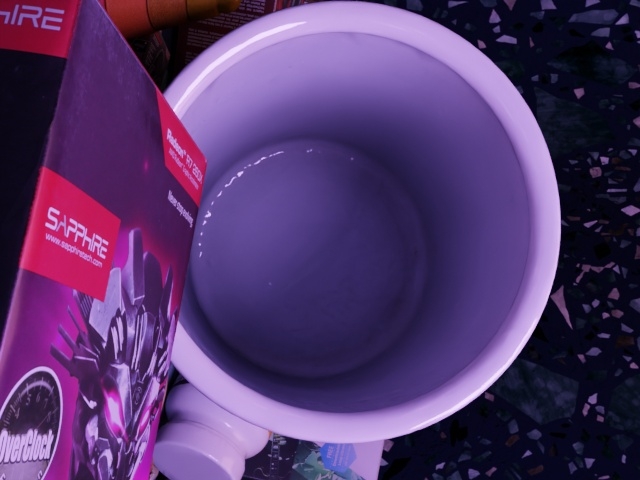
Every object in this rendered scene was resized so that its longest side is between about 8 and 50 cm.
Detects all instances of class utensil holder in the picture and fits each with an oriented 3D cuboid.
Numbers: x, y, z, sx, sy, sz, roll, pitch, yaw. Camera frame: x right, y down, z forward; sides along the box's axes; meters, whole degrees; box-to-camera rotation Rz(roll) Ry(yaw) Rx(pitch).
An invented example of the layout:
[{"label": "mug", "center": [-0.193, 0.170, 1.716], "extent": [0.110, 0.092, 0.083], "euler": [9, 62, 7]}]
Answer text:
[{"label": "utensil holder", "center": [0.000, 0.000, 0.782], "extent": [0.385, 0.327, 0.328], "euler": [138, -35, -82]}]

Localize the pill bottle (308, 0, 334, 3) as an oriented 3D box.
[{"label": "pill bottle", "center": [-0.005, -0.272, 1.146], "extent": [0.131, 0.229, 0.131], "euler": [11, 90, -84]}]

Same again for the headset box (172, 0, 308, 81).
[{"label": "headset box", "center": [-0.084, -0.273, 0.972], "extent": [0.218, 0.110, 0.293], "euler": [-59, 160, -74]}]

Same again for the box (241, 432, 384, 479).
[{"label": "box", "center": [-0.054, 0.282, 1.304], "extent": [0.058, 0.322, 0.232], "euler": [89, 13, -54]}]

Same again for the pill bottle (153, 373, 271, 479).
[{"label": "pill bottle", "center": [-0.129, 0.218, 1.199], "extent": [0.162, 0.162, 0.278], "euler": [95, 15, -47]}]

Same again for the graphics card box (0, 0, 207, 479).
[{"label": "graphics card box", "center": [-0.153, 0.086, 0.408], "extent": [0.233, 0.094, 0.371], "euler": [72, 27, -75]}]

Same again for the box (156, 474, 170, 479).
[{"label": "box", "center": [-0.249, 0.496, 1.097], "extent": [0.295, 0.073, 0.293], "euler": [5, 96, -83]}]

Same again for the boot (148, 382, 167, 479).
[{"label": "boot", "center": [-0.212, 0.219, 0.918], "extent": [0.152, 0.073, 0.197], "euler": [56, 58, -80]}]

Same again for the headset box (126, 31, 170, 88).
[{"label": "headset box", "center": [-0.169, -0.163, 0.763], "extent": [0.062, 0.032, 0.083], "euler": [83, 21, -72]}]

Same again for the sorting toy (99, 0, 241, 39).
[{"label": "sorting toy", "center": [-0.100, -0.328, 0.663], "extent": [0.127, 0.126, 0.366], "euler": [-4, 106, -84]}]
